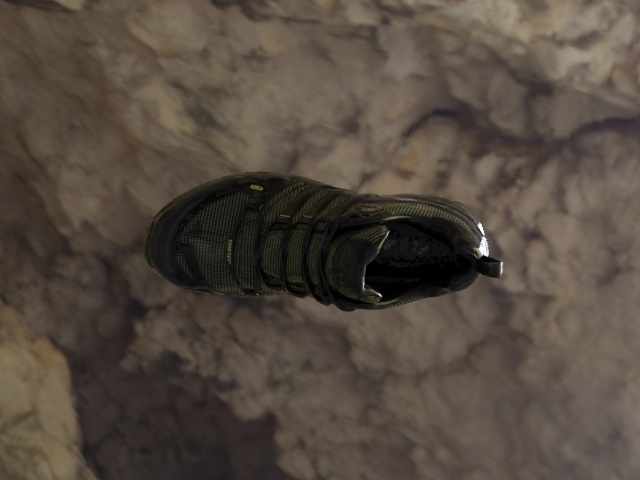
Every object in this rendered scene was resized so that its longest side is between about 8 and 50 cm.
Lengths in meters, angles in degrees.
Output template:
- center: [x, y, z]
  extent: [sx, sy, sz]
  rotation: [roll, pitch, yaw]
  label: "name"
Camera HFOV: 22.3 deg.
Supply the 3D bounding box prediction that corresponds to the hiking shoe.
- center: [0.000, 0.000, 1.036]
  extent: [0.227, 0.114, 0.086]
  rotation: [-1, -84, -5]
  label: "hiking shoe"
